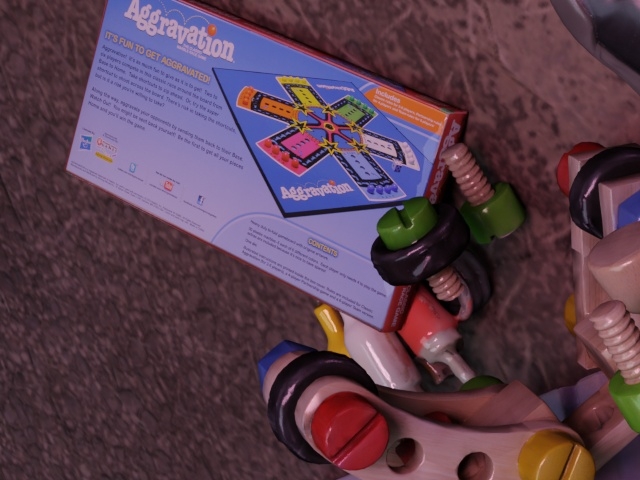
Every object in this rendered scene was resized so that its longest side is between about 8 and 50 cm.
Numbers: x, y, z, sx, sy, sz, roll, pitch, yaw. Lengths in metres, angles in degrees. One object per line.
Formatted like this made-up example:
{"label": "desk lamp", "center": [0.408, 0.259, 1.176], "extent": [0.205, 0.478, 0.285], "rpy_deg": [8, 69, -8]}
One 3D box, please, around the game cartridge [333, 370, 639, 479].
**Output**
{"label": "game cartridge", "center": [0.104, 0.238, 1.246], "extent": [0.355, 0.068, 0.230], "rpy_deg": [-30, 68, 51]}

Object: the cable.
{"label": "cable", "center": [0.000, 0.000, 1.256], "extent": [0.287, 0.072, 0.139], "rpy_deg": [47, 135, 11]}

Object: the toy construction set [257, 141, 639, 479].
{"label": "toy construction set", "center": [0.148, 0.100, 1.022], "extent": [0.309, 0.257, 0.237], "rpy_deg": [-5, 123, 54]}

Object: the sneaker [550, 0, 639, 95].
{"label": "sneaker", "center": [0.204, -0.112, 0.963], "extent": [0.227, 0.087, 0.130], "rpy_deg": [51, 139, 2]}

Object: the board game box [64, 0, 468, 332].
{"label": "board game box", "center": [-0.043, -0.062, 1.251], "extent": [0.281, 0.027, 0.145], "rpy_deg": [26, 109, 32]}
